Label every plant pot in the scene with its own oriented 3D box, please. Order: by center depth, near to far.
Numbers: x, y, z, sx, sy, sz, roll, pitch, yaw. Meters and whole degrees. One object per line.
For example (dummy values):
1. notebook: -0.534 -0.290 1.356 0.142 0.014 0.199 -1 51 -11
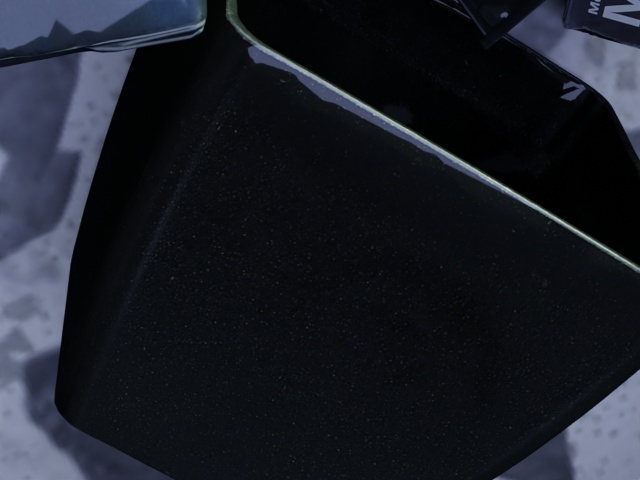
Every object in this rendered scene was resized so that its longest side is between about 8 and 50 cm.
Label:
1. plant pot: 0.000 0.000 0.726 0.187 0.188 0.167 30 112 -17

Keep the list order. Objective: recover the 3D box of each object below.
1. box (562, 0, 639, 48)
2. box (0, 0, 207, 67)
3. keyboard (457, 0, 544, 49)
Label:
1. box: 0.226 -0.179 0.712 0.216 0.060 0.270 18 104 22
2. box: -0.218 -0.239 0.592 0.293 0.212 0.396 -12 107 -6
3. keyboard: 0.166 -0.181 0.689 0.317 0.033 0.201 -40 76 24
